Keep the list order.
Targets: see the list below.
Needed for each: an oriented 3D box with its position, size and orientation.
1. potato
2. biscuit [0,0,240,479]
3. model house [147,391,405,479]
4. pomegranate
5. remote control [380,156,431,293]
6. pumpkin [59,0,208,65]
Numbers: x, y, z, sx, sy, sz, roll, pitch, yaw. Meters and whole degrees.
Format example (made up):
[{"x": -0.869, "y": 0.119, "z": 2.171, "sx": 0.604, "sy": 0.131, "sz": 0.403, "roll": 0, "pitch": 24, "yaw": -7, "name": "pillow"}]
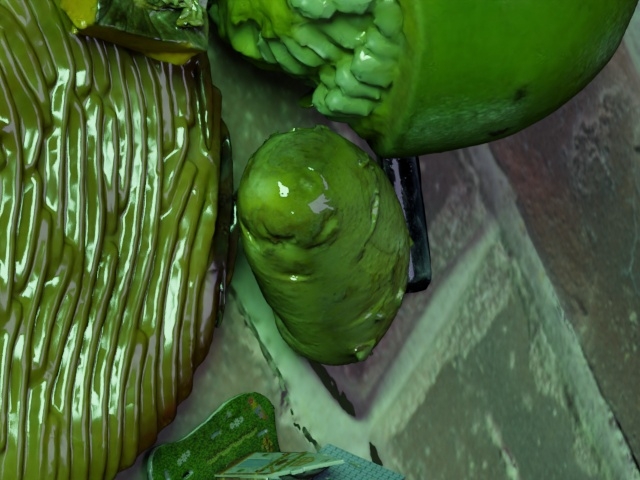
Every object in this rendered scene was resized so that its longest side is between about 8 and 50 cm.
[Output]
[{"x": 0.000, "y": 0.000, "z": 0.978, "sx": 0.188, "sy": 0.085, "sz": 0.105, "roll": 60, "pitch": 45, "yaw": -63, "name": "potato"}, {"x": -0.148, "y": -0.025, "z": 0.847, "sx": 0.318, "sy": 0.040, "sz": 0.318, "roll": 7, "pitch": 81, "yaw": -51, "name": "biscuit"}, {"x": -0.010, "y": 0.172, "z": 0.968, "sx": 0.117, "sy": 0.088, "sz": 0.167, "roll": -27, "pitch": 108, "yaw": -51, "name": "model house"}, {"x": 0.062, "y": -0.181, "z": 0.923, "sx": 0.260, "sy": 0.340, "sz": 0.260, "roll": 2, "pitch": 81, "yaw": -14, "name": "pomegranate"}, {"x": 0.055, "y": -0.014, "z": 1.131, "sx": 0.039, "sy": 0.014, "sz": 0.096, "roll": -8, "pitch": 92, "yaw": -52, "name": "remote control"}, {"x": -0.086, "y": -0.132, "z": 0.863, "sx": 0.074, "sy": 0.054, "sz": 0.083, "roll": 8, "pitch": 82, "yaw": -47, "name": "pumpkin"}]
